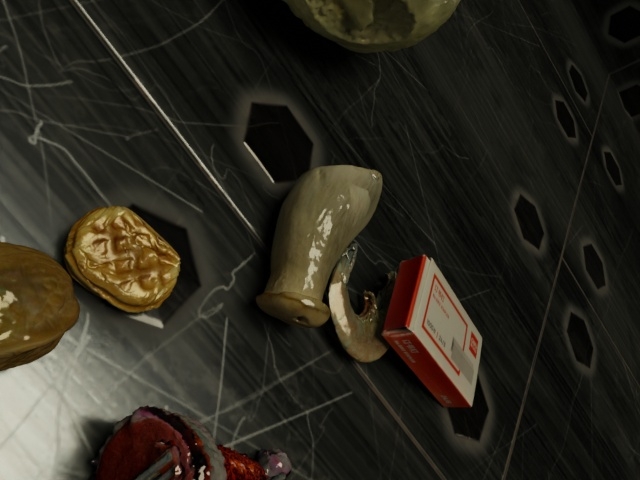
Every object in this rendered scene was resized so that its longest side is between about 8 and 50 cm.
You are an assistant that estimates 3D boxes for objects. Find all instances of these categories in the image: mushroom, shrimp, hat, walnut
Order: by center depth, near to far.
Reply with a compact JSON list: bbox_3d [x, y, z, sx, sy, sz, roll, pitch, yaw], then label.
[{"bbox_3d":[-0.243,0.051,0.431,0.124,0.105,0.105,-3,76,-47],"label":"walnut"},{"bbox_3d":[-0.102,0.224,0.519,0.140,0.128,0.227,-57,146,3],"label":"hat"},{"bbox_3d":[-0.005,-0.009,0.705,0.108,0.096,0.247,43,52,-25],"label":"mushroom"},{"bbox_3d":[0.071,0.063,0.790,0.219,0.046,0.152,-43,109,-45],"label":"shrimp"}]

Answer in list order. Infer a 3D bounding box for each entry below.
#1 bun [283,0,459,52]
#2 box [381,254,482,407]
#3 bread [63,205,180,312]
[{"bbox_3d":[0.032,-0.429,0.838,0.364,0.202,0.365,20,56,-33],"label":"bun"},{"bbox_3d":[0.163,0.133,0.810,0.229,0.050,0.123,52,45,-37],"label":"box"},{"bbox_3d":[-0.187,0.020,0.543,0.110,0.044,0.083,44,51,-22],"label":"bread"}]
